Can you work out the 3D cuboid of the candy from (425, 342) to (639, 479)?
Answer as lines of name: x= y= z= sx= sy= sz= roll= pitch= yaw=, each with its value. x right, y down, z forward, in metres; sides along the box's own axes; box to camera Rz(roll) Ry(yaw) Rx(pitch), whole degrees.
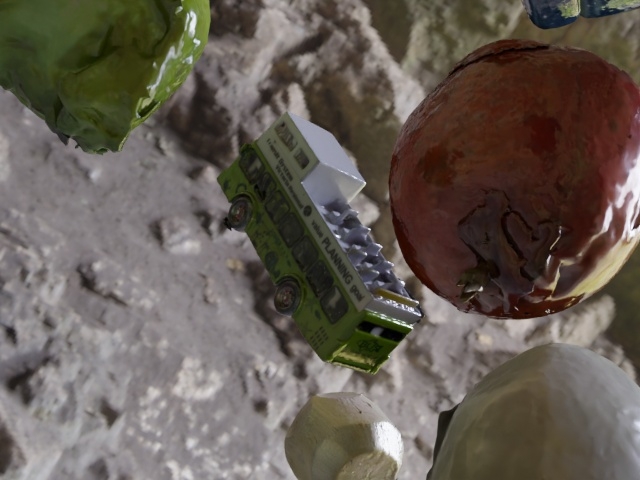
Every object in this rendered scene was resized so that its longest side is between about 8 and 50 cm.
candy: x=0.294 y=0.307 z=1.190 sx=0.386 sy=0.186 sz=0.426 roll=33 pitch=47 yaw=-21

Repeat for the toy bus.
toy bus: x=0.000 y=0.000 z=1.191 sx=0.113 sy=0.139 sz=0.301 roll=21 pitch=29 yaw=-46

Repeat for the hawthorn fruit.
hawthorn fruit: x=0.183 y=-0.034 z=1.032 sx=0.276 sy=0.276 sz=0.307 roll=32 pitch=48 yaw=-1

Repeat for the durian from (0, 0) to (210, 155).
durian: x=-0.217 y=-0.224 z=0.936 sx=0.256 sy=0.204 sz=0.339 roll=32 pitch=18 yaw=-10

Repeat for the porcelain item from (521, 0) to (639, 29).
porcelain item: x=0.194 y=-0.238 z=0.791 sx=0.114 sy=0.147 sz=0.147 roll=-10 pitch=6 yaw=14

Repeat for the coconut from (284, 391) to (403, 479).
coconut: x=0.031 y=0.295 z=1.531 sx=0.161 sy=0.161 sz=0.162 roll=22 pitch=17 yaw=-34
